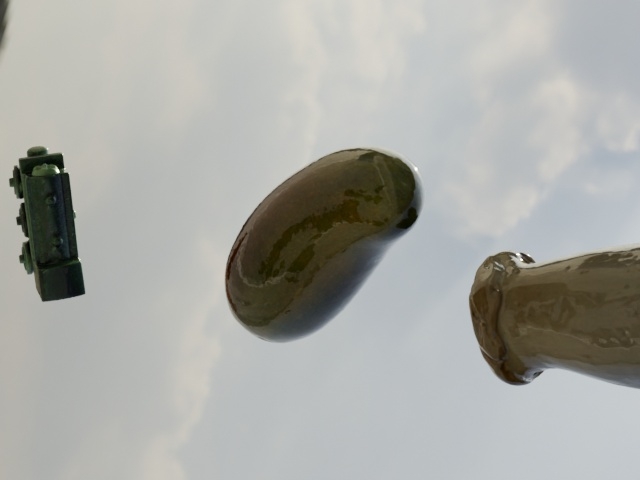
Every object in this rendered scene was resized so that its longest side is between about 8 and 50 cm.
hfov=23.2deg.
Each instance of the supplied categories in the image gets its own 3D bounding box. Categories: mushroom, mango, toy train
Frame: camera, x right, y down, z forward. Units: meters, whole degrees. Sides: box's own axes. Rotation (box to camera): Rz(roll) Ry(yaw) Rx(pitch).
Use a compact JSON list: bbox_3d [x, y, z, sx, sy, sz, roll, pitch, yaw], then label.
[{"bbox_3d":[0.323,0.063,1.359,0.407,0.154,0.137,-4,-107,39],"label":"mushroom"},{"bbox_3d":[0.001,-0.002,1.469,0.289,0.129,0.146,-43,-170,40],"label":"mango"},{"bbox_3d":[-0.308,-0.019,1.775,0.111,0.071,0.170,-146,-131,-67],"label":"toy train"}]
